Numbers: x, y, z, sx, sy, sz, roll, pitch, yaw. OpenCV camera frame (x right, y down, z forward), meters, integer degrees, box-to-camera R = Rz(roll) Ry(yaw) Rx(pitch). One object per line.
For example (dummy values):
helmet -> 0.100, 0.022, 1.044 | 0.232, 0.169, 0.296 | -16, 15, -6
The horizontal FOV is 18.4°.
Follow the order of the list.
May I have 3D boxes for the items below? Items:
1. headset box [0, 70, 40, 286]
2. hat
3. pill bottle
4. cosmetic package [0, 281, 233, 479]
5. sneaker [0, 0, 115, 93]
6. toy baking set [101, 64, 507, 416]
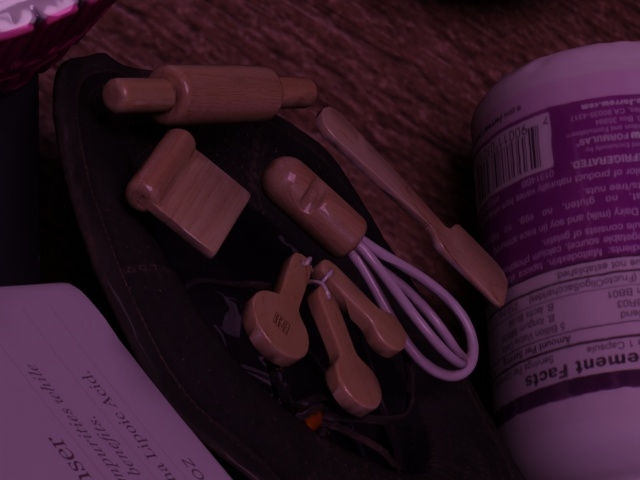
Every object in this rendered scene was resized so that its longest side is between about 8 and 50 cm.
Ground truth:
headset box -> -0.265, -0.041, 0.933 | 0.246, 0.131, 0.283 | 8, 66, -25
hat -> -0.046, 0.068, 0.986 | 0.331, 0.134, 0.331 | 38, 25, -21
pill bottle -> 0.176, 0.056, 1.098 | 0.169, 0.169, 0.302 | 7, 67, -25
cosmetic package -> -0.181, 0.143, 0.666 | 0.217, 0.156, 0.385 | 46, 22, 21
sneaker -> -0.178, -0.118, 0.870 | 0.252, 0.103, 0.111 | -27, 85, -35
toy baking set -> -0.004, -0.006, 0.976 | 0.197, 0.030, 0.256 | 59, 30, 10
